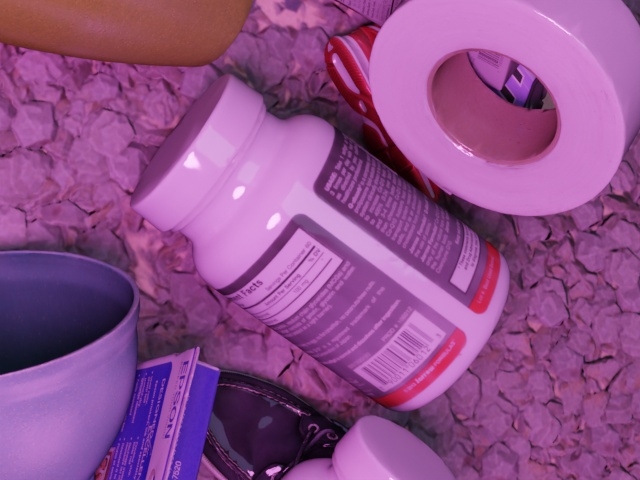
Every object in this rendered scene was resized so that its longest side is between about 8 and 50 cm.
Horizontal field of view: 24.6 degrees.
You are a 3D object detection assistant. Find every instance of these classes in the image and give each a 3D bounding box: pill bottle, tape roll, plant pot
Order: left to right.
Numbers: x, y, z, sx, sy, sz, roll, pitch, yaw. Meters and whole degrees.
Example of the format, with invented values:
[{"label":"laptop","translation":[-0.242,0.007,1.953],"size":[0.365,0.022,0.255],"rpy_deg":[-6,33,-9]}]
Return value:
[{"label":"plant pot","translation":[-0.303,0.151,1.345],"size":[0.293,0.293,0.196],"rpy_deg":[-14,114,-26]},{"label":"plant pot","translation":[-0.217,-0.292,1.468],"size":[0.293,0.275,0.274],"rpy_deg":[21,73,-35]},{"label":"pill bottle","translation":[-0.002,0.319,1.413],"size":[0.169,0.169,0.301],"rpy_deg":[31,107,-16]},{"label":"pill bottle","translation":[0.000,0.000,1.522],"size":[0.363,0.210,0.210],"rpy_deg":[37,68,-14]},{"label":"tape roll","translation":[0.195,-0.163,1.521],"size":[0.286,0.286,0.100],"rpy_deg":[44,51,-12]}]

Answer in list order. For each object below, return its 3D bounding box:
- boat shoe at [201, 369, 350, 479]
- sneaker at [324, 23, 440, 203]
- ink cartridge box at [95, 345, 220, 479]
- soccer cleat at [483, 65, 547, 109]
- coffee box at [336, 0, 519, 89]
[{"label":"boat shoe","translation":[0.002,0.247,1.533],"size":[0.340,0.113,0.127],"rpy_deg":[44,67,-12]},{"label":"sneaker","translation":[0.108,-0.153,1.667],"size":[0.128,0.087,0.221],"rpy_deg":[-28,94,-24]},{"label":"ink cartridge box","translation":[-0.170,0.262,1.345],"size":[0.072,0.307,0.303],"rpy_deg":[19,74,-22]},{"label":"soccer cleat","translation":[0.213,-0.223,1.728],"size":[0.116,0.108,0.318],"rpy_deg":[15,76,-2]},{"label":"coffee box","translation":[0.136,-0.297,1.639],"size":[0.246,0.098,0.141],"rpy_deg":[31,63,12]}]
